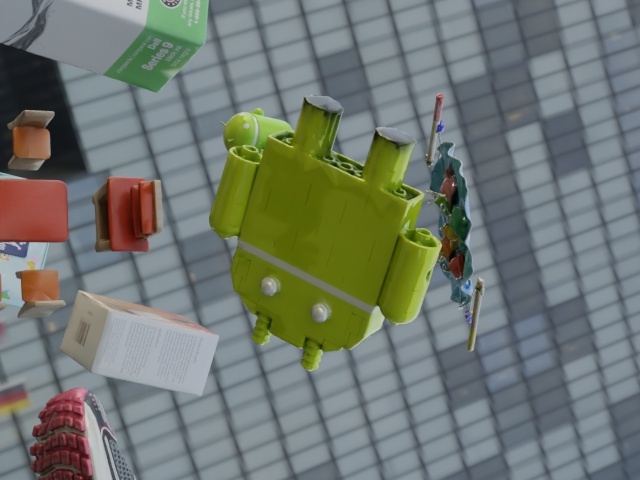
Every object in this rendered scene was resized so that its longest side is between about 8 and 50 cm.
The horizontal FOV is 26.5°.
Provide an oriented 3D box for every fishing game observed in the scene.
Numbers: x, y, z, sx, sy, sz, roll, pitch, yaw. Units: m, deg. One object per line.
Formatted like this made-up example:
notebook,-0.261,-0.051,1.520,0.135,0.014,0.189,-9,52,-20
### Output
fishing game,0.136,-0.016,1.487,0.189,0.041,0.264,91,-8,-60

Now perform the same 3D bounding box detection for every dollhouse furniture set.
dollhouse furniture set,-0.349,-0.038,1.758,0.135,0.259,0.262,-21,-109,62

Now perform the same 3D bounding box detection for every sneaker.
sneaker,-0.207,0.286,1.412,0.121,0.112,0.299,-1,-67,48

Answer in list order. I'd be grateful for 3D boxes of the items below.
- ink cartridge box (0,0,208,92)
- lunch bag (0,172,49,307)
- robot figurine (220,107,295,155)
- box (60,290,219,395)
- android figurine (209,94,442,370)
ink cartridge box,-0.264,-0.303,1.391,0.121,0.289,0.211,-31,-130,53
lunch bag,-0.580,-0.010,2.262,0.160,0.262,0.223,134,-32,-83
robot figurine,-0.084,-0.140,1.888,0.067,0.115,0.101,-60,-143,27
box,-0.250,0.141,1.875,0.130,0.170,0.091,18,-88,58
android figurine,0.000,0.000,1.371,0.248,0.056,0.273,28,-66,20
